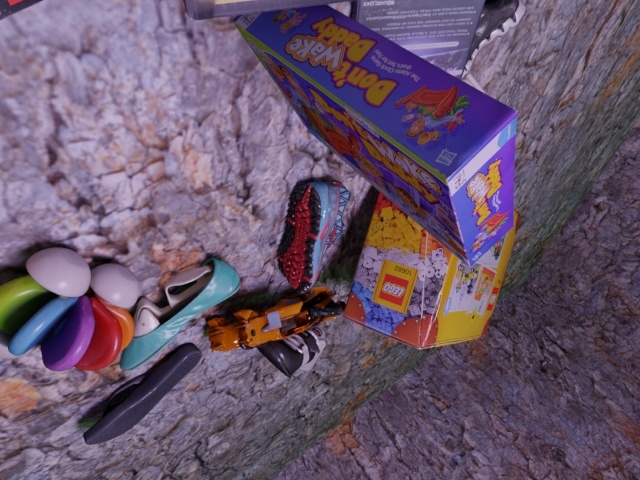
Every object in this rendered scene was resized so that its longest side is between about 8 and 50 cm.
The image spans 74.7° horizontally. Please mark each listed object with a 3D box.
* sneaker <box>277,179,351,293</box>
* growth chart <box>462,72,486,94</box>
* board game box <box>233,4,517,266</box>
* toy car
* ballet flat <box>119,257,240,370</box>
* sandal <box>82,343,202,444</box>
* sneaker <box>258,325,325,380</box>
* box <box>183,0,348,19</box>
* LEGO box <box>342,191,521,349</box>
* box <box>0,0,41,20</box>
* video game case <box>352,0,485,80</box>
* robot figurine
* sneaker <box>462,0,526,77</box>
[{"bbox_3d":[0.000,0.000,0.835,0.125,0.104,0.261,-20,142,-37],"label":"sneaker"},{"bbox_3d":[0.237,-0.235,0.799,0.237,0.172,0.021,-36,-175,-16],"label":"growth chart"},{"bbox_3d":[0.066,-0.140,0.508,0.078,0.347,0.233,-44,148,2],"label":"board game box"},{"bbox_3d":[-0.328,0.110,0.550,0.159,0.136,0.182,-46,149,4],"label":"toy car"},{"bbox_3d":[-0.255,0.112,0.713,0.247,0.083,0.087,-38,124,-10],"label":"ballet flat"},{"bbox_3d":[-0.354,0.302,0.844,0.254,0.054,0.097,-41,157,-24],"label":"sandal"},{"bbox_3d":[-0.061,0.265,1.074,0.146,0.122,0.330,-47,162,-8],"label":"sneaker"},{"bbox_3d":[0.051,-0.378,0.338,0.395,0.097,0.318,-14,140,-11],"label":"box"},{"bbox_3d":[0.307,0.046,1.037,0.500,0.193,0.372,15,92,-55],"label":"LEGO box"},{"bbox_3d":[-0.298,-0.181,0.234,0.233,0.044,0.159,-57,158,-33],"label":"box"},{"bbox_3d":[0.141,-0.298,0.646,0.196,0.026,0.274,-9,141,-10],"label":"video game case"},{"bbox_3d":[-0.081,0.165,0.905,0.211,0.085,0.291,-22,172,43],"label":"robot figurine"},{"bbox_3d":[0.238,-0.353,0.720,0.234,0.078,0.106,-43,136,10],"label":"sneaker"}]
